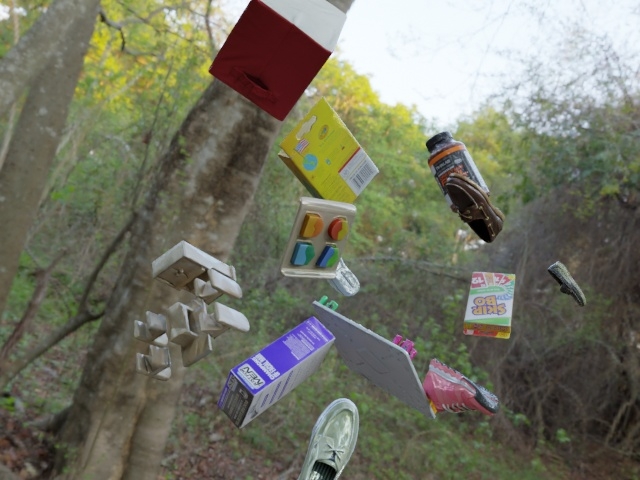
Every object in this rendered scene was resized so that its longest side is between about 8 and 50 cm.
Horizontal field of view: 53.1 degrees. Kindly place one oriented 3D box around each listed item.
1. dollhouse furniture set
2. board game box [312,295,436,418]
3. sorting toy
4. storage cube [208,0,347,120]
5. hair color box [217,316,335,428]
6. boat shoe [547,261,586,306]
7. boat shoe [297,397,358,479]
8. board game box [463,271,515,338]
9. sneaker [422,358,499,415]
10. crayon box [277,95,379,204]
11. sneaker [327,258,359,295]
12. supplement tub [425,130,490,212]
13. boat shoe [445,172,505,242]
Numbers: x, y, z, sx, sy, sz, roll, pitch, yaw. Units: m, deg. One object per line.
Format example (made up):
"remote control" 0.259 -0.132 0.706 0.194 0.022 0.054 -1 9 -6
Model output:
"dollhouse furniture set" -0.411 0.238 2.165 0.362 0.394 0.256 -34 -41 20
"board game box" 0.180 0.368 2.042 0.390 0.050 0.390 25 -28 41
"sorting toy" 0.000 0.000 1.644 0.193 0.208 0.038 6 15 -41
"storage cube" -0.082 -0.399 1.299 0.183 0.215 0.193 33 -50 -14
"hair color box" -0.125 0.378 1.861 0.110 0.185 0.339 41 44 19
"boat shoe" 0.735 0.137 1.912 0.152 0.049 0.056 62 1 25
"boat shoe" 0.018 0.503 1.455 0.109 0.302 0.094 28 -24 -7
"board game box" 0.482 0.179 1.821 0.124 0.259 0.039 3 -53 19
"sneaker" 0.409 0.470 1.903 0.116 0.136 0.314 31 -3 -24
"crayon box" 0.015 -0.247 1.898 0.081 0.202 0.318 25 -20 52
"sneaker" 0.026 0.079 2.119 0.258 0.094 0.091 58 -28 -8
"supplement tub" 0.337 -0.174 1.612 0.106 0.198 0.106 -23 -15 -7
"boat shoe" 0.343 -0.069 1.432 0.207 0.073 0.073 38 -14 -32
